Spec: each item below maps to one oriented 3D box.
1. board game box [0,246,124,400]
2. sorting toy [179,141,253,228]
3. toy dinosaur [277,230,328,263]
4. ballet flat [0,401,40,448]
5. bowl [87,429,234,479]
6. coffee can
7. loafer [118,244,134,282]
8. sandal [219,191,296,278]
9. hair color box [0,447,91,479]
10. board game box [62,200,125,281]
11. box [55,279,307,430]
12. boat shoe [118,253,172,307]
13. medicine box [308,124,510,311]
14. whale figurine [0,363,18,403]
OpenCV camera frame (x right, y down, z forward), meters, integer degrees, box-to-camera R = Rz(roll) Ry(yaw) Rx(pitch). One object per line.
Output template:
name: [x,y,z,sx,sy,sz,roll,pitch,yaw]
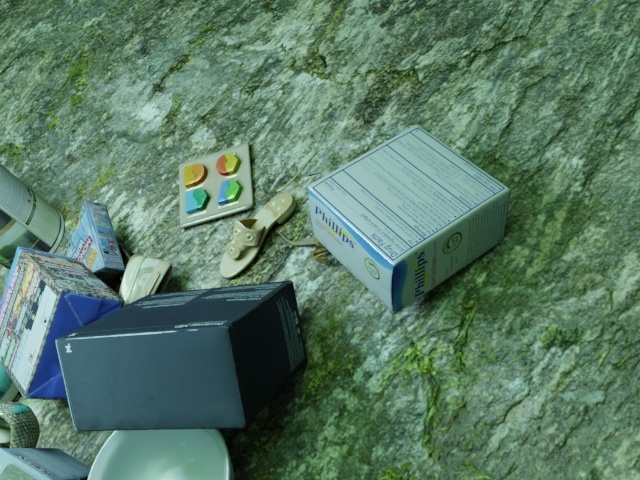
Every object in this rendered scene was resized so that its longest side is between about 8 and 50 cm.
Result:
board game box: [-0.570,0.174,1.564,0.291,0.141,0.232,26,97,49]
sorting toy: [-0.258,-0.139,1.775,0.193,0.038,0.208,-15,56,14]
toy dinosaur: [0.000,0.000,1.581,0.211,0.064,0.112,-17,23,19]
ballet flat: [-0.697,0.483,1.286,0.164,0.182,0.483,37,75,5]
bowl: [-0.272,0.464,1.355,0.297,0.134,0.298,-11,57,18]
coffee can: [-0.802,-0.070,1.818,0.201,0.275,0.202,-11,57,17]
loafer: [-0.446,0.078,1.709,0.062,0.061,0.170,-39,54,-4]
sandal: [-0.159,-0.030,1.636,0.240,0.079,0.088,-48,46,-10]
hair color box: [-0.526,0.476,1.306,0.113,0.374,0.185,31,74,4]
board game box: [-0.537,0.042,1.722,0.194,0.060,0.194,-56,49,19]
box: [-0.244,0.209,1.369,0.343,0.312,0.179,-7,98,20]
boat shoe: [-0.398,0.182,1.599,0.098,0.109,0.302,12,74,3]
medicine box: [0.168,-0.052,1.427,0.289,0.149,0.263,-32,51,-19]
whale figurine: [-0.809,0.333,1.659,0.272,0.141,0.216,-42,54,-5]
